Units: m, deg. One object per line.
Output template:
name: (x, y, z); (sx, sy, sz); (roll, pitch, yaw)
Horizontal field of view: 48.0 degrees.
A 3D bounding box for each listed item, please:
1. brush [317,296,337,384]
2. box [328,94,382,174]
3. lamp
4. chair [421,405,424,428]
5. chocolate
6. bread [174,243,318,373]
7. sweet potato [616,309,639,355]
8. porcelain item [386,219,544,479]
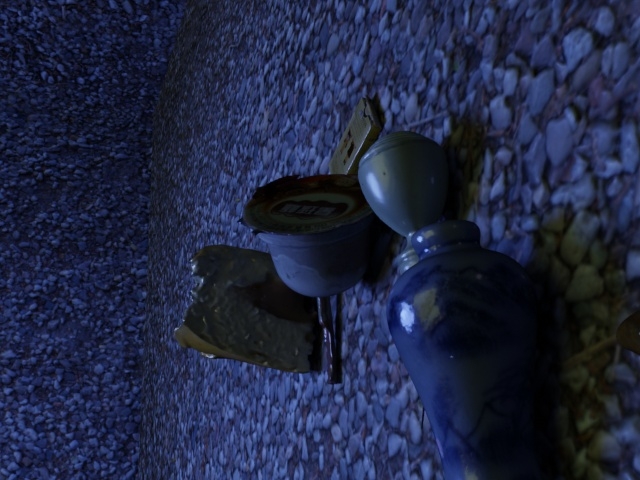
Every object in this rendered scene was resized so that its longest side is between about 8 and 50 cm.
brush: (0.005, 0.069, 1.100); (0.084, 0.071, 0.301); (112, 151, -71)
box: (0.051, -0.143, 1.096); (0.149, 0.020, 0.073); (118, 152, -42)
lamp: (0.107, -0.037, 0.825); (0.106, 0.106, 0.193); (-47, 51, 56)
chair: (0.132, 0.165, 0.761); (0.042, 0.037, 0.086); (25, 110, 56)
chocolate: (0.000, -0.001, 1.007); (0.221, 0.221, 0.147); (-120, 17, -57)
bread: (-0.127, 0.115, 1.212); (0.211, 0.224, 0.184); (161, 121, -75)
sweet potato: (0.256, 0.068, 0.467); (0.054, 0.053, 0.182); (57, 158, -3)
porcelain item: (0.137, 0.111, 0.653); (0.141, 0.141, 0.259); (143, 122, -61)
